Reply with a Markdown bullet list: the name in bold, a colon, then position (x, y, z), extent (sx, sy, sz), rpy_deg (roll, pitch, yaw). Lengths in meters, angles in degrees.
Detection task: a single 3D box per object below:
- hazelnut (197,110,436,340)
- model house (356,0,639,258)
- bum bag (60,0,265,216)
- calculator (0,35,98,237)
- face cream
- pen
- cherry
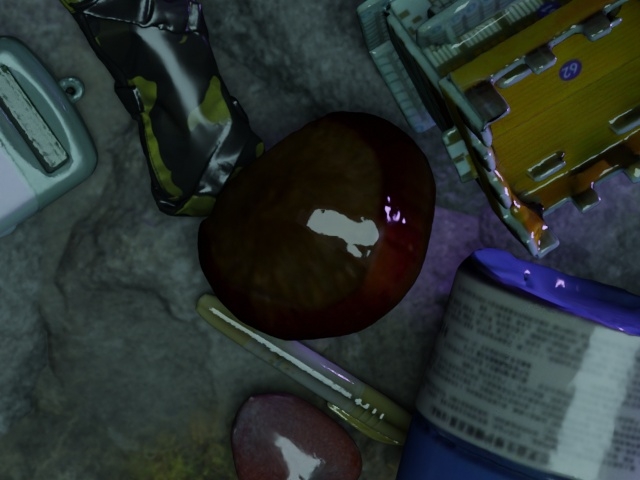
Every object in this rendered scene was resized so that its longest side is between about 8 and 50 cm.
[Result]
- **hazelnut**: position (-0.004, -0.005, 1.309), extent (0.201, 0.160, 0.170), rpy_deg (-21, 110, 28)
- **model house**: position (0.177, -0.147, 1.267), extent (0.224, 0.215, 0.198), rpy_deg (-31, 142, 0)
- **bum bag**: position (-0.122, -0.122, 1.310), extent (0.106, 0.060, 0.232), rpy_deg (-23, 108, 6)
- **calculator**: position (-0.297, -0.062, 1.307), extent (0.246, 0.045, 0.141), rpy_deg (-33, 104, -1)
- **face cream**: position (0.203, 0.146, 1.312), extent (0.249, 0.249, 0.225), rpy_deg (14, 99, -10)
- **pen**: position (-0.010, 0.115, 1.390), extent (0.233, 0.032, 0.040), rpy_deg (32, 119, -11)
- **cherry**: position (-0.020, 0.188, 1.374), extent (0.106, 0.087, 0.126), rpy_deg (-18, 84, -3)
